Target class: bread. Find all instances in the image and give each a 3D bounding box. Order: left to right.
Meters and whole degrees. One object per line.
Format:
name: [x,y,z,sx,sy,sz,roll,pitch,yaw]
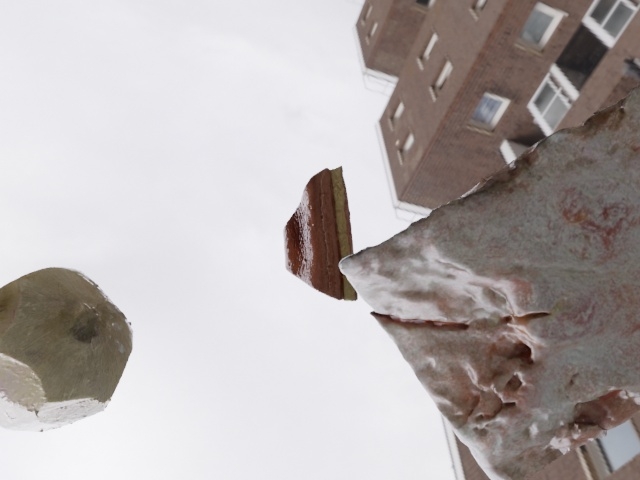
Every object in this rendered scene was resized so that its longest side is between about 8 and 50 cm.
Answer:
bread: [0.001,0.000,0.835,0.067,0.119,0.192,10,-110,-36]

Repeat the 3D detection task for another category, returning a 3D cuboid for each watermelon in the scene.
watermelon: [0.136,0.024,0.412,0.193,0.310,0.232,53,-130,-9]

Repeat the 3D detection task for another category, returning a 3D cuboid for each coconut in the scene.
coconut: [-0.274,0.110,0.600,0.161,0.162,0.161,30,-130,-44]
